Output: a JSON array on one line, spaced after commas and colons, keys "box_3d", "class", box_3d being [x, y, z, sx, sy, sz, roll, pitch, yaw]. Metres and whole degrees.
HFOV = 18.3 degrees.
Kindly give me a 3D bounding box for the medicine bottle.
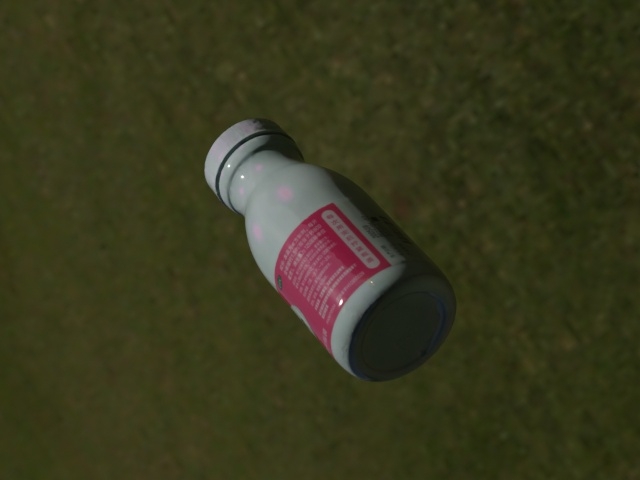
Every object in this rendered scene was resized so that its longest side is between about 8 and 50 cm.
[{"box_3d": [0.000, 0.000, 1.339, 0.216, 0.090, 0.090, 48, 162, 43], "class": "medicine bottle"}]
